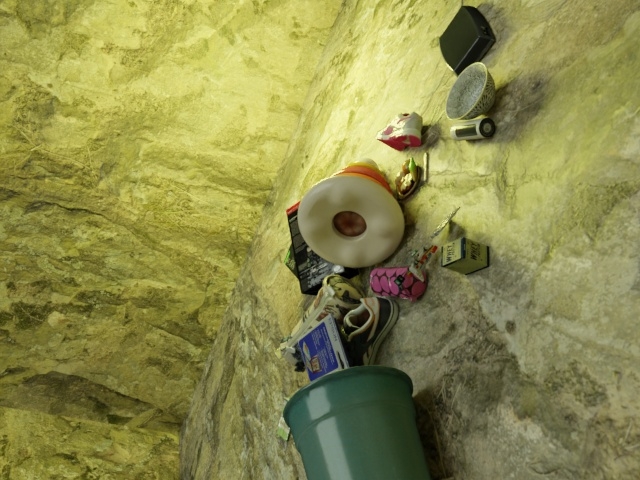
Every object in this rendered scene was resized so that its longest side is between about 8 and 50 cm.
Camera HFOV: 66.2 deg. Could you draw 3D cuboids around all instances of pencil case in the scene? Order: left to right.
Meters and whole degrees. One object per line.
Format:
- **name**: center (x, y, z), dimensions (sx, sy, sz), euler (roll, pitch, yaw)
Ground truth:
- **pencil case**: center (-0.001, 0.297, 1.759), dimensions (0.160, 0.184, 0.410), euler (50, 127, 24)
- **pencil case**: center (0.225, 0.128, 1.472), dimensions (0.209, 0.095, 0.098), euler (173, 91, -69)

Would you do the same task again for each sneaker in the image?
- **sneaker**: center (0.117, 0.311, 1.538), dimensions (0.321, 0.128, 0.126), euler (-67, 23, 16)
- **sneaker**: center (0.288, -0.392, 1.747), dimensions (0.252, 0.103, 0.111), euler (13, 81, 63)

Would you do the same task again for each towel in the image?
- **towel**: center (-0.138, 0.716, 1.978), dimensions (0.113, 0.023, 0.152), euler (-15, 59, 66)

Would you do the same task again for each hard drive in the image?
- **hard drive**: center (0.456, -0.640, 1.575), dimensions (0.172, 0.054, 0.254), euler (-54, 27, 39)

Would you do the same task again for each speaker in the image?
- **speaker**: center (0.425, -0.311, 1.380), dimensions (0.136, 0.055, 0.055), euler (22, 93, 69)

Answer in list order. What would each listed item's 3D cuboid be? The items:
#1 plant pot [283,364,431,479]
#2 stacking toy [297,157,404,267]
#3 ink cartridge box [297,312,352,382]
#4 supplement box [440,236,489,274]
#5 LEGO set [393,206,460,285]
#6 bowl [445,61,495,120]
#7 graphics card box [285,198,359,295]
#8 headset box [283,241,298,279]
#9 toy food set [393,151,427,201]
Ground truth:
- **plant pot**: center (0.107, 0.528, 1.141), dimensions (0.341, 0.341, 0.334), euler (-57, 34, 34)
- **stacking toy**: center (0.140, -0.168, 1.743), dimensions (0.350, 0.351, 0.480), euler (-54, 9, 38)
- **ink cartridge box**: center (0.046, 0.404, 1.518), dimensions (0.307, 0.072, 0.303), euler (-48, 55, 54)
- **supplement box**: center (0.357, 0.040, 1.215), dimensions (0.083, 0.083, 0.056), euler (-37, 40, 57)
- **LEGO set**: center (0.290, 0.028, 1.304), dimensions (0.244, 0.060, 0.182), euler (-50, -7, -2)
- **bowl**: center (0.439, -0.406, 1.387), dimensions (0.170, 0.080, 0.170), euler (-52, 28, 43)
- **graphics card box**: center (0.000, 0.000, 1.878), dimensions (0.233, 0.094, 0.370), euler (-31, 59, 34)
- **headset box**: center (-0.033, 0.037, 2.129), dimensions (0.246, 0.131, 0.283), euler (-68, 21, 7)
- **toy food set**: center (0.288, -0.210, 1.659), dimensions (0.192, 0.039, 0.132), euler (-42, 36, 53)
